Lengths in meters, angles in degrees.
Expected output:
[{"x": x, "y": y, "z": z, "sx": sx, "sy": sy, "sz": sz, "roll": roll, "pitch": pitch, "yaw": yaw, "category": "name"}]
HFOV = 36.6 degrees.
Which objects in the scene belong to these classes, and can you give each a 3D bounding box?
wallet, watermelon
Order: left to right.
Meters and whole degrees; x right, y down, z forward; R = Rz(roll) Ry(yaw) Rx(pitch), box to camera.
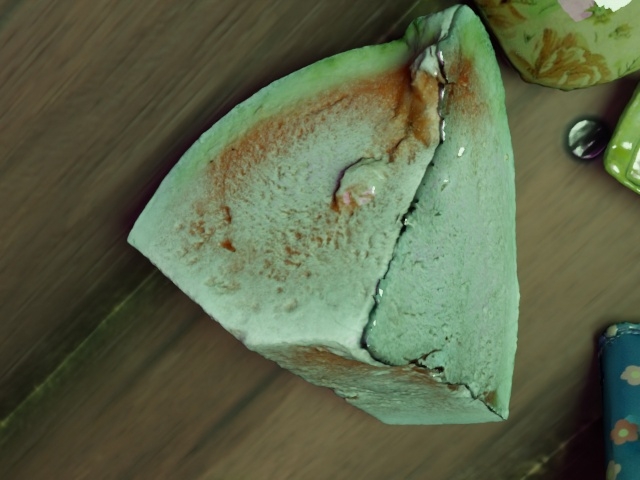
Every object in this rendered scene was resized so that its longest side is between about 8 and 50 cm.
[{"x": 0.000, "y": 0.000, "z": 0.658, "sx": 0.290, "sy": 0.213, "sz": 0.319, "roll": 6, "pitch": 114, "yaw": 7, "category": "watermelon"}, {"x": 0.266, "y": 0.149, "z": 0.669, "sx": 0.141, "sy": 0.202, "sz": 0.059, "roll": 11, "pitch": 131, "yaw": 5, "category": "wallet"}]

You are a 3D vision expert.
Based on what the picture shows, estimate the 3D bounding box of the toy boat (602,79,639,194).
[{"x": 0.338, "y": -0.035, "z": 0.683, "sx": 0.276, "sy": 0.084, "sz": 0.111, "roll": 24, "pitch": 106, "yaw": 4, "category": "toy boat"}]

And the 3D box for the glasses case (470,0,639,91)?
[{"x": 0.110, "y": -0.299, "z": 0.640, "sx": 0.156, "sy": 0.098, "sz": 0.425, "roll": -30, "pitch": 97, "yaw": 14, "category": "glasses case"}]
